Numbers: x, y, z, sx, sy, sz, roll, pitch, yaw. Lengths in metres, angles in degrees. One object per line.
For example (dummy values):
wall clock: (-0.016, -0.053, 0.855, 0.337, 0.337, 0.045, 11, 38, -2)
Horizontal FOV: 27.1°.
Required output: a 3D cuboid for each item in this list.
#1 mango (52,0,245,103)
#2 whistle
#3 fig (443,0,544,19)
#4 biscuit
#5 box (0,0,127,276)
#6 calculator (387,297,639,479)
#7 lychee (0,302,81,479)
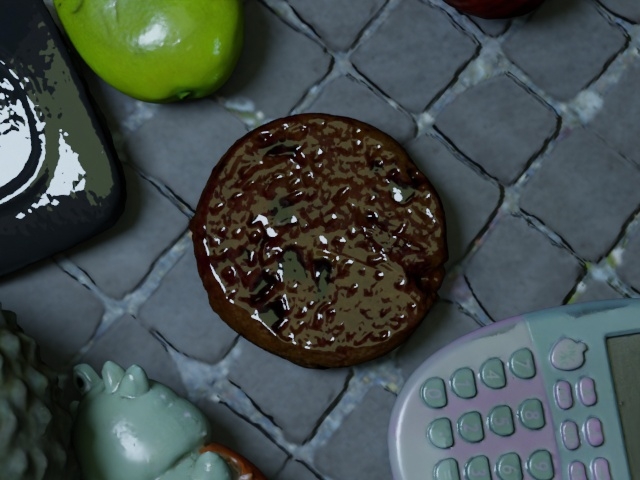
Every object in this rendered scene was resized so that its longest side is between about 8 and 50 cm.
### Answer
mango: (-0.130, -0.167, 0.967, 0.163, 0.089, 0.117, 33, 87, 14)
whistle: (-0.085, 0.181, 0.891, 0.106, 0.102, 0.253, -37, 81, -17)
fig: (0.115, -0.218, 0.981, 0.150, 0.128, 0.128, -30, 82, 19)
biscuit: (0.000, 0.000, 0.961, 0.192, 0.049, 0.192, 0, 74, -1)
box: (-0.258, -0.075, 0.948, 0.201, 0.042, 0.212, -23, 84, 1)
calculator: (0.197, 0.137, 0.952, 0.299, 0.041, 0.185, -9, 80, -4)
lychee: (-0.274, 0.150, 0.823, 0.255, 0.255, 0.274, 4, 50, -4)
